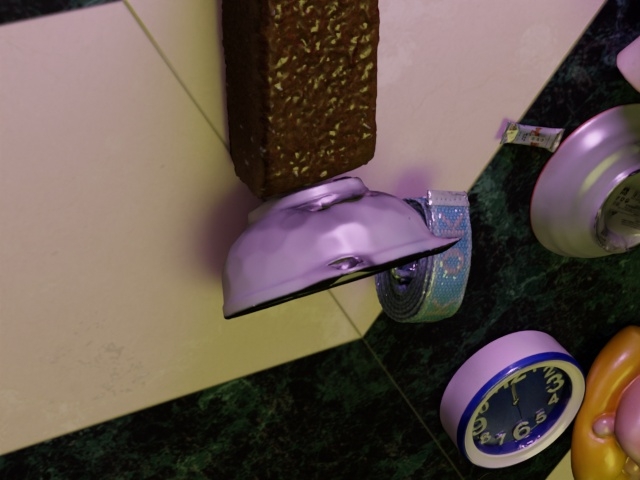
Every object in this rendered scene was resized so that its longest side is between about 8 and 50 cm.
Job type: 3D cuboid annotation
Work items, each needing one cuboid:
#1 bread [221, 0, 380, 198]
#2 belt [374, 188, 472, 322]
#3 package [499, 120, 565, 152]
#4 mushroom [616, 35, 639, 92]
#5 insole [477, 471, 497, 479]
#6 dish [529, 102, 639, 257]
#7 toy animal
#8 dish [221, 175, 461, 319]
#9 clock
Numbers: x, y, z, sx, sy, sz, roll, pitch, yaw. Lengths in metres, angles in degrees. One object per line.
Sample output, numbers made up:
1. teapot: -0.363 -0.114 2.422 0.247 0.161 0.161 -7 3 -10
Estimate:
1. bread: -0.020 -0.244 1.342 0.165 0.113 0.416 -16 132 -19
2. belt: 0.130 0.025 1.625 0.082 0.148 0.163 4 78 -31
3. package: 0.285 -0.141 1.676 0.110 0.015 0.037 4 116 -35
4. mushroom: 0.532 -0.273 1.499 0.353 0.325 0.353 -7 125 -9
5. insole: 0.238 0.443 2.117 0.153 0.002 0.053 -38 135 1
6. dish: 0.431 -0.063 1.777 0.260 0.085 0.260 -16 131 -19
7. toy animal: 0.565 0.329 2.024 0.277 0.247 0.345 -56 137 -14
8. dish: 0.000 0.000 1.492 0.303 0.120 0.303 -18 176 -1
9. clock: 0.302 0.250 1.952 0.230 0.083 0.230 -15 130 -18
